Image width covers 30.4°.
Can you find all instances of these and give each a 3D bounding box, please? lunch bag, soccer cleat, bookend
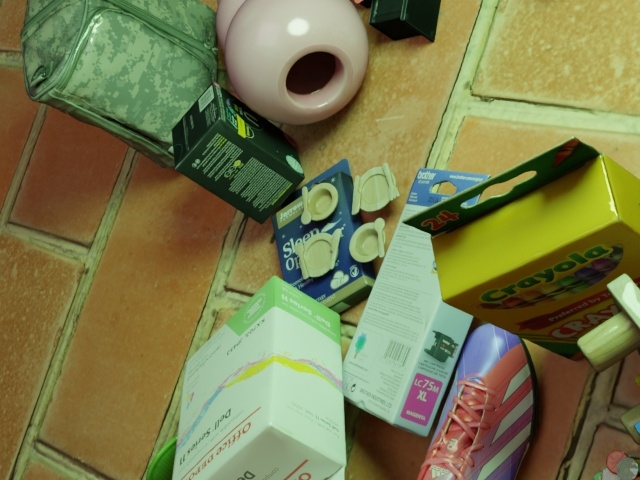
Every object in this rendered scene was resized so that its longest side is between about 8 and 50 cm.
[{"bbox_3d":[-0.313,-0.275,1.862,0.212,0.305,0.256,-22,55,39],"label":"lunch bag"},{"bbox_3d":[0.165,0.239,1.317,0.108,0.116,0.318,-1,72,43],"label":"soccer cleat"},{"bbox_3d":[0.092,-0.357,1.674,0.157,0.072,0.156,-3,71,43],"label":"bookend"}]

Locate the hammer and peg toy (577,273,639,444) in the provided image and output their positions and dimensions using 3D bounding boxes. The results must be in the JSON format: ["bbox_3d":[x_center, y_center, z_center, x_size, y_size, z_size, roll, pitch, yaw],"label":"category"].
[{"bbox_3d":[0.381,0.208,1.028,0.127,0.266,0.361,-34,49,5],"label":"hammer and peg toy"}]

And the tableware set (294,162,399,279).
[{"bbox_3d":[0.033,-0.026,1.575,0.168,0.020,0.141,-15,61,30],"label":"tableware set"}]

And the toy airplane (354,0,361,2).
[{"bbox_3d":[0.063,-0.396,1.644,0.151,0.028,0.151,-16,62,32],"label":"toy airplane"}]

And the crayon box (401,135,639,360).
[{"bbox_3d":[0.254,0.021,1.182,0.202,0.318,0.081,-28,55,33],"label":"crayon box"}]

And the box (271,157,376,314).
[{"bbox_3d":[0.000,0.000,1.635,0.136,0.036,0.225,-33,52,29],"label":"box"}]

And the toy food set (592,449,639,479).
[{"bbox_3d":[0.323,0.260,1.229,0.083,0.020,0.083,-12,64,40],"label":"toy food set"}]

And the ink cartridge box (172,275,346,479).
[{"bbox_3d":[-0.078,0.234,1.450,0.207,0.119,0.353,-45,25,25],"label":"ink cartridge box"}]

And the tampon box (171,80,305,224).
[{"bbox_3d":[-0.119,-0.125,1.691,0.101,0.161,0.120,-46,30,19],"label":"tampon box"}]

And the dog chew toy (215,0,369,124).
[{"bbox_3d":[-0.061,-0.311,1.718,0.207,0.206,0.332,-50,38,16],"label":"dog chew toy"}]

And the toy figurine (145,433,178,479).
[{"bbox_3d":[-0.144,0.362,1.575,0.159,0.130,0.173,42,125,35],"label":"toy figurine"}]

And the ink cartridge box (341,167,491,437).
[{"bbox_3d":[0.125,0.067,1.429,0.185,0.065,0.311,13,83,68],"label":"ink cartridge box"}]
